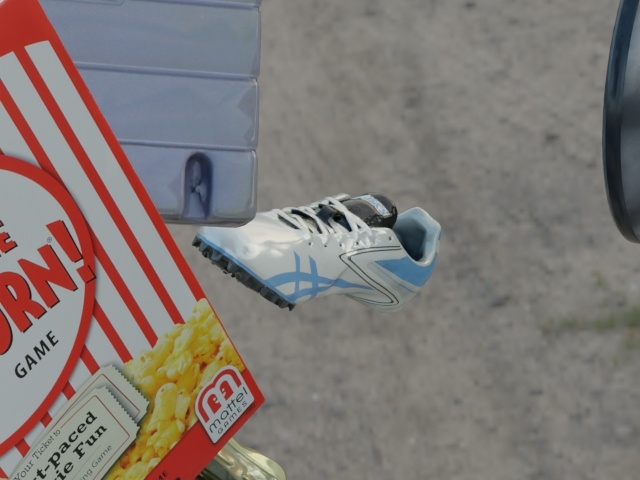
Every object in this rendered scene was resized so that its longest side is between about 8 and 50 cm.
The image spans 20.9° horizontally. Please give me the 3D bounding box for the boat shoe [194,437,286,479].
[{"bbox_3d":[-0.093,0.186,1.423,0.056,0.153,0.048,-30,37,37],"label":"boat shoe"}]

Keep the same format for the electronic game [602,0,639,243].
[{"bbox_3d":[0.242,-0.111,1.229,0.048,0.229,0.229,9,33,26],"label":"electronic game"}]

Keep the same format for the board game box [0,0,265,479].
[{"bbox_3d":[-0.110,0.034,0.518,0.045,0.193,0.147,24,62,40],"label":"board game box"}]

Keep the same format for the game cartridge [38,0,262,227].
[{"bbox_3d":[-0.203,-0.128,0.855,0.355,0.230,0.068,3,-9,-17],"label":"game cartridge"}]

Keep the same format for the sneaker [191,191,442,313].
[{"bbox_3d":[0.000,0.000,1.185,0.085,0.086,0.237,36,16,31],"label":"sneaker"}]
